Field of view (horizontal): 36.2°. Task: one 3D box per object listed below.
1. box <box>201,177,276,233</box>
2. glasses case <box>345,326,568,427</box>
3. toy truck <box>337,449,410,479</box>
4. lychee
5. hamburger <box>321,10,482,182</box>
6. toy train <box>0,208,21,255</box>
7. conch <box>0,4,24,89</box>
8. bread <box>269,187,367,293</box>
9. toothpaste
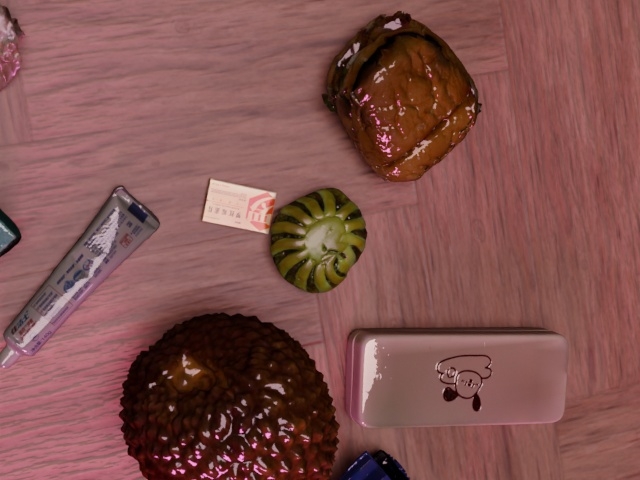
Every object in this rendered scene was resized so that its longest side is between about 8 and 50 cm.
[{"bbox_3d":[-0.108,-0.045,1.303,0.093,0.015,0.058,12,89,-15],"label":"box"},{"bbox_3d":[0.192,0.190,1.376,0.312,0.070,0.131,2,94,-15],"label":"glasses case"},{"bbox_3d":[0.091,0.398,1.308,0.161,0.177,0.213,-41,103,-10],"label":"toy truck"},{"bbox_3d":[-0.106,0.226,1.212,0.267,0.267,0.268,-1,94,-16],"label":"lychee"},{"bbox_3d":[0.111,-0.190,1.298,0.183,0.130,0.206,-41,106,-7],"label":"hamburger"},{"bbox_3d":[-0.515,0.020,1.144,0.298,0.120,0.194,-44,111,-6],"label":"toy train"},{"bbox_3d":[-0.517,-0.246,1.086,0.352,0.210,0.297,21,103,-14],"label":"conch"},{"bbox_3d":[0.000,0.000,1.310,0.139,0.071,0.130,-35,98,-11],"label":"bread"},{"bbox_3d":[-0.314,0.053,1.237,0.069,0.047,0.268,39,81,4],"label":"toothpaste"}]
